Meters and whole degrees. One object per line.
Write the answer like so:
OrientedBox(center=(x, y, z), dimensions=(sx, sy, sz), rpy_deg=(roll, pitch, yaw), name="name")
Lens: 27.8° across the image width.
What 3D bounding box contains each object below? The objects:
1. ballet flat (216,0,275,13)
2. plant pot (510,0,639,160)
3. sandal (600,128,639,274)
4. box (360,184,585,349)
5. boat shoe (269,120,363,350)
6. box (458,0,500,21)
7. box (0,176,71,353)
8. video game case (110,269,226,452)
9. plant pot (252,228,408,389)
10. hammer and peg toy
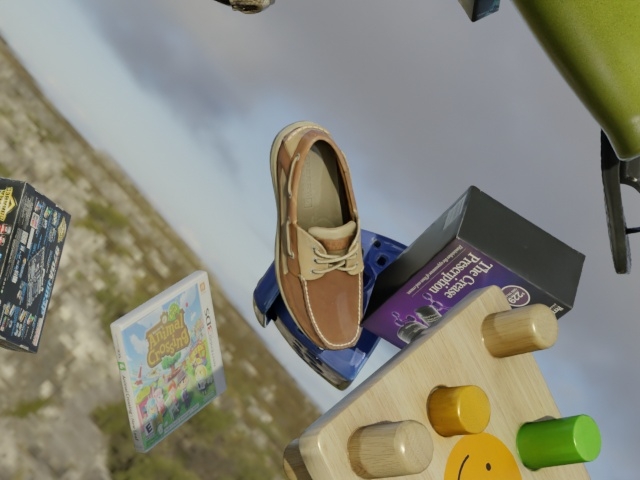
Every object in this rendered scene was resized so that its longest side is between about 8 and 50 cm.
OrientedBox(center=(-0.149, -0.373, 1.871), dimensions=(0.250, 0.058, 0.084), rpy_deg=(34, -31, 49), name="ballet flat")
OrientedBox(center=(0.423, -0.301, 1.644), dimensions=(0.366, 0.366, 0.353), rpy_deg=(122, -54, -86), name="plant pot")
OrientedBox(center=(0.515, -0.138, 2.119), dimensions=(0.167, 0.107, 0.446), rpy_deg=(-65, 150, -60), name="sandal")
OrientedBox(center=(0.200, 0.068, 1.738), dimensions=(0.184, 0.103, 0.261), rpy_deg=(29, -39, -11), name="box")
OrientedBox(center=(0.000, 0.000, 1.770), dimensions=(0.116, 0.123, 0.325), rpy_deg=(-160, -123, -71), name="boat shoe")
OrientedBox(center=(0.201, -0.505, 1.914), dimensions=(0.232, 0.058, 0.322), rpy_deg=(60, -10, 22), name="box")
OrientedBox(center=(-0.433, 0.039, 1.845), dimensions=(0.051, 0.220, 0.175), rpy_deg=(9, -12, 13), name="box")
OrientedBox(center=(-0.211, 0.169, 1.843), dimensions=(0.023, 0.212, 0.193), rpy_deg=(2, -70, 30), name="video game case")
OrientedBox(center=(0.019, 0.087, 2.095), dimensions=(0.212, 0.236, 0.236), rpy_deg=(33, -10, 3), name="plant pot")
OrientedBox(center=(0.137, 0.245, 0.981), dimensions=(0.127, 0.266, 0.361), rpy_deg=(-18, -79, 45), name="hammer and peg toy")
